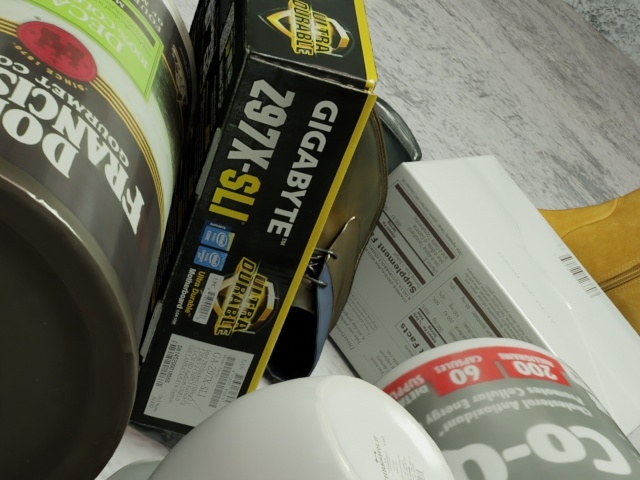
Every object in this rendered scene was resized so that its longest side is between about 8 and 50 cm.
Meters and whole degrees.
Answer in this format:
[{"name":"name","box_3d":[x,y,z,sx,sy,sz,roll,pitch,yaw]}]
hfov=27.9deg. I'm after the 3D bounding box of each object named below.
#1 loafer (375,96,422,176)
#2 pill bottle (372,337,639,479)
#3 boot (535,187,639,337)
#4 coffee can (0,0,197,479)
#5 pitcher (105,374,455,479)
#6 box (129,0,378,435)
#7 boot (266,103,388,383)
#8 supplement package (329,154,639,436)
[{"name":"loafer","box_3d":[0.002,-0.124,1.242,0.223,0.076,0.078,37,30,-12]},{"name":"pill bottle","box_3d":[0.111,0.181,0.598,0.161,0.161,0.283,35,13,-27]},{"name":"boot","box_3d":[0.302,-0.015,1.401,0.295,0.211,0.104,51,23,10]},{"name":"coffee can","box_3d":[-0.172,-0.024,0.621,0.201,0.201,0.275,38,24,-20]},{"name":"pitcher","box_3d":[-0.045,0.136,0.580,0.125,0.207,0.178,31,27,-34]},{"name":"box","box_3d":[-0.051,-0.075,0.830,0.079,0.257,0.322,13,32,-12]},{"name":"boot","box_3d":[0.000,0.000,0.895,0.082,0.219,0.106,9,38,3]},{"name":"supplement package","box_3d":[0.137,0.076,1.058,0.262,0.145,0.204,54,25,13]}]
